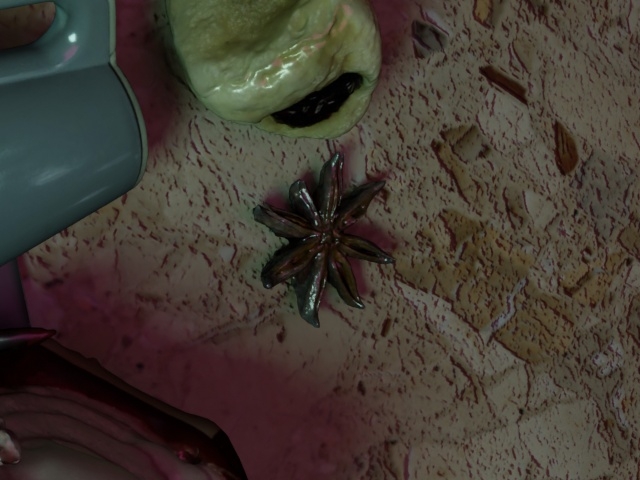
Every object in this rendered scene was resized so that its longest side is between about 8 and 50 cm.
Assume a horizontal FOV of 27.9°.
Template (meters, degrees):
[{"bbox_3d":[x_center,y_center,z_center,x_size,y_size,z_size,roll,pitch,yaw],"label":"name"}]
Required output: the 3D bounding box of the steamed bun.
[{"bbox_3d":[-0.018,-0.147,0.952,0.141,0.172,0.155,-26,145,13],"label":"steamed bun"}]

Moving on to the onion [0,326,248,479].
[{"bbox_3d":[-0.192,0.229,0.769,0.341,0.341,0.341,-4,98,-31],"label":"onion"}]

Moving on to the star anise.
[{"bbox_3d":[0.000,0.001,1.032,0.141,0.042,0.141,-3,95,-33],"label":"star anise"}]

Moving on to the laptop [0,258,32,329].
[{"bbox_3d":[-0.262,0.076,0.899,0.129,0.016,0.180,-16,105,-29],"label":"laptop"}]

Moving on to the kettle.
[{"bbox_3d":[-0.234,-0.068,0.803,0.243,0.160,0.210,-28,137,-36],"label":"kettle"}]
